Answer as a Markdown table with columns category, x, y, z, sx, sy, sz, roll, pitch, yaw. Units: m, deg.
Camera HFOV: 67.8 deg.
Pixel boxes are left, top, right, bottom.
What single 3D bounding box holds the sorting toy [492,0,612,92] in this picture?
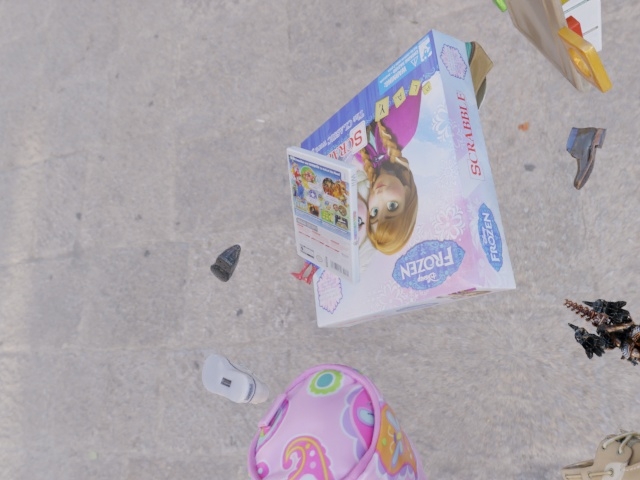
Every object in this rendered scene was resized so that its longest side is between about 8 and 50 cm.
| category | x | y | z | sx | sy | sz | roll | pitch | yaw |
| --- | --- | --- | --- | --- | --- | --- | --- | --- | --- |
| sorting toy | 0.281 | -0.300 | 0.605 | 0.047 | 0.196 | 0.348 | -35 | 48 | 23 |

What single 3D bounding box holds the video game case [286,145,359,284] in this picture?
| category | x | y | z | sx | sy | sz | roll | pitch | yaw |
| --- | --- | --- | --- | --- | --- | --- | --- | --- | --- |
| video game case | 0.003 | -0.024 | 0.464 | 0.087 | 0.011 | 0.122 | 27 | 133 | 42 |

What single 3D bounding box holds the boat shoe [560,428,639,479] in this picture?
| category | x | y | z | sx | sy | sz | roll | pitch | yaw |
| --- | --- | --- | --- | --- | --- | --- | --- | --- | --- |
| boat shoe | 0.461 | 0.340 | 0.714 | 0.109 | 0.302 | 0.098 | -11 | 52 | -16 |

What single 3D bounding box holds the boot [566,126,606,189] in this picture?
| category | x | y | z | sx | sy | sz | roll | pitch | yaw |
| --- | --- | --- | --- | --- | --- | --- | --- | --- | --- |
| boot | 0.887 | -0.286 | 1.635 | 0.106 | 0.082 | 0.219 | 23 | 93 | 35 |

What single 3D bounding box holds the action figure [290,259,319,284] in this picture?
| category | x | y | z | sx | sy | sz | roll | pitch | yaw |
| --- | --- | --- | --- | --- | --- | --- | --- | --- | --- |
| action figure | 0.000 | 0.000 | 0.629 | 0.030 | 0.038 | 0.115 | 31 | 90 | 44 |

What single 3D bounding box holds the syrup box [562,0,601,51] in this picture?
| category | x | y | z | sx | sy | sz | roll | pitch | yaw |
| --- | --- | --- | --- | --- | --- | --- | --- | --- | --- |
| syrup box | 0.570 | -0.520 | 1.082 | 0.096 | 0.237 | 0.093 | -24 | 57 | 20 |

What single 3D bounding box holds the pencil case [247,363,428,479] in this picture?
| category | x | y | z | sx | sy | sz | roll | pitch | yaw |
| --- | --- | --- | --- | --- | --- | --- | --- | --- | --- |
| pencil case | 0.048 | 0.238 | 0.418 | 0.124 | 0.284 | 0.124 | -20 | 33 | 14 |

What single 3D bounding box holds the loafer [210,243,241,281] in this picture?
| category | x | y | z | sx | sy | sz | roll | pitch | yaw |
| --- | --- | --- | --- | --- | --- | --- | --- | --- | --- |
| loafer | -0.242 | 0.062 | 1.240 | 0.062 | 0.170 | 0.061 | 43 | 60 | -6 |

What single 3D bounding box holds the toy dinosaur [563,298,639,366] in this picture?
| category | x | y | z | sx | sy | sz | roll | pitch | yaw |
| --- | --- | --- | --- | --- | --- | --- | --- | --- | --- |
| toy dinosaur | 0.802 | 0.256 | 1.295 | 0.322 | 0.218 | 0.165 | 2 | 77 | 59 |

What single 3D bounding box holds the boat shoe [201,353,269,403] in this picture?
| category | x | y | z | sx | sy | sz | roll | pitch | yaw |
| --- | --- | --- | --- | --- | --- | --- | --- | --- | --- |
| boat shoe | -0.084 | 0.139 | 0.473 | 0.100 | 0.035 | 0.035 | 0 | 69 | 51 |

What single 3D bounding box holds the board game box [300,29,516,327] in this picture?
| category | x | y | z | sx | sy | sz | roll | pitch | yaw |
| --- | --- | --- | --- | --- | --- | --- | --- | --- | --- |
| board game box | 0.089 | -0.057 | 0.666 | 0.318 | 0.065 | 0.318 | -28 | 63 | 53 |

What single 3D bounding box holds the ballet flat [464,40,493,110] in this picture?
| category | x | y | z | sx | sy | sz | roll | pitch | yaw |
| --- | --- | --- | --- | --- | --- | --- | --- | --- | --- |
| ballet flat | 0.226 | -0.212 | 0.767 | 0.080 | 0.073 | 0.232 | 1 | 65 | 64 |
